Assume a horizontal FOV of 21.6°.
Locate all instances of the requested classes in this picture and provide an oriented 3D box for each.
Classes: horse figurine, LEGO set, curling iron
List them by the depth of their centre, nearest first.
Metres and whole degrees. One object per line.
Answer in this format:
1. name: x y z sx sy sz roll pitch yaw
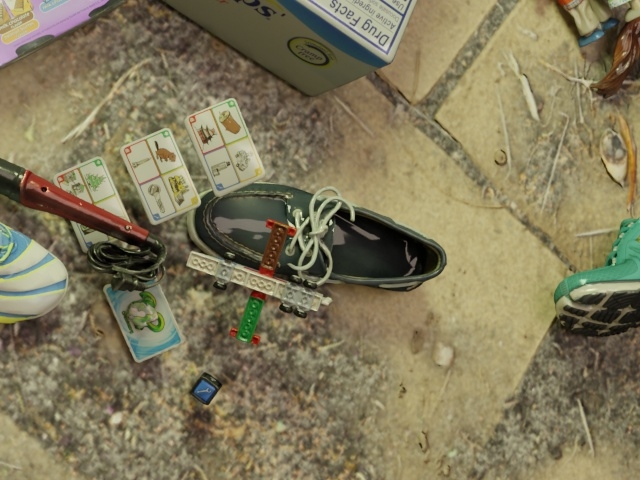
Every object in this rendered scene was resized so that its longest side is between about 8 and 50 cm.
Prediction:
1. curling iron: -0.251 -0.037 1.447 0.274 0.035 0.068 31 34 -8
2. LEGO set: -0.108 0.018 1.515 0.182 0.060 0.244 -23 93 7
3. horse figurine: 0.418 -0.213 1.883 0.263 0.066 0.174 -3 90 -34

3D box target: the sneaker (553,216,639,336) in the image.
1. sneaker: 0.345 0.027 1.793 0.275 0.107 0.110 -15 69 -36

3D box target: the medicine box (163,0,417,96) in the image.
1. medicine box: -0.022 -0.332 1.598 0.263 0.149 0.289 32 67 -22

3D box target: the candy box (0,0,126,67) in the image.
1. candy box: -0.280 -0.264 1.481 0.165 0.070 0.196 -33 99 -30

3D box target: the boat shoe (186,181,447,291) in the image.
1. boat shoe: 0.000 0.000 1.590 0.254 0.079 0.095 18 80 -25

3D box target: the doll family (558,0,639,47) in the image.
1. doll family: 0.336 -0.343 1.826 0.263 0.118 0.163 -39 101 -30

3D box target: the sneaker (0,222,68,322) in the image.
1. sneaker: -0.307 0.006 1.383 0.240 0.126 0.091 17 73 -26
